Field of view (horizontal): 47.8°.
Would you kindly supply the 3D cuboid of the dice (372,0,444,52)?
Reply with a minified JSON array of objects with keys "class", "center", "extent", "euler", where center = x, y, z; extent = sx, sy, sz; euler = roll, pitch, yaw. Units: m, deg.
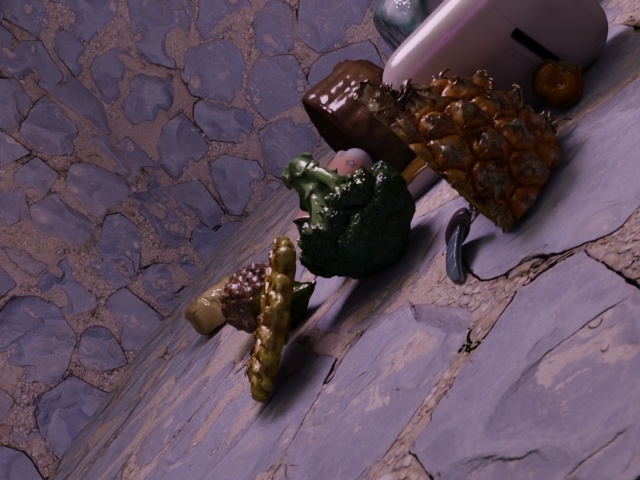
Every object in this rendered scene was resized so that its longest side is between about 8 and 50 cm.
[{"class":"dice","center":[0.346,-0.519,1.633],"extent":[0.348,0.328,0.330],"euler":[-47,11,3]}]

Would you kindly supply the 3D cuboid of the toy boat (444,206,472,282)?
[{"class":"toy boat","center":[0.195,0.022,1.054],"extent":[0.096,0.034,0.122],"euler":[99,-174,-52]}]

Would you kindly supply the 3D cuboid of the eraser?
[{"class":"eraser","center":[0.061,-0.072,1.579],"extent":[0.087,0.171,0.290],"euler":[-29,20,38]}]

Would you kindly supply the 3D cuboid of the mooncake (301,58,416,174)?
[{"class":"mooncake","center":[0.116,-0.294,1.796],"extent":[0.187,0.324,0.324],"euler":[-44,10,-6]}]

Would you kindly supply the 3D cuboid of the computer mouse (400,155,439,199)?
[{"class":"computer mouse","center":[0.213,-0.143,1.545],"extent":[0.245,0.056,0.126],"euler":[-44,10,26]}]

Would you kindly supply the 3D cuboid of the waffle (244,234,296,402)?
[{"class":"waffle","center":[-0.090,0.145,1.355],"extent":[0.307,0.060,0.312],"euler":[129,152,-79]}]

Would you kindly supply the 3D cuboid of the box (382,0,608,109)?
[{"class":"box","center":[0.300,-0.321,1.259],"extent":[0.349,0.288,0.141],"euler":[-41,43,35]}]

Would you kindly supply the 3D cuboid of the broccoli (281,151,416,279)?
[{"class":"broccoli","center":[0.040,-0.048,1.330],"extent":[0.270,0.270,0.270],"euler":[-43,-17,-16]}]

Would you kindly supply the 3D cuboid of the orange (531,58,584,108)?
[{"class":"orange","center":[0.389,-0.255,1.180],"extent":[0.086,0.086,0.062],"euler":[-42,-15,28]}]

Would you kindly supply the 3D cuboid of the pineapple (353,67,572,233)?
[{"class":"pineapple","center":[0.217,-0.198,1.090],"extent":[0.209,0.286,0.344],"euler":[-46,11,9]}]

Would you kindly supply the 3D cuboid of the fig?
[{"class":"fig","center":[-0.067,0.132,1.554],"extent":[0.177,0.117,0.117],"euler":[-20,25,33]}]

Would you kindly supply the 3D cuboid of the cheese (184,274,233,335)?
[{"class":"cheese","center":[-0.334,0.202,2.327],"extent":[0.214,0.117,0.226],"euler":[-45,4,-20]}]

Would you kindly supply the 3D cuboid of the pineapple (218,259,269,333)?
[{"class":"pineapple","center":[-0.158,0.127,1.767],"extent":[0.166,0.166,0.193],"euler":[-41,11,31]}]
